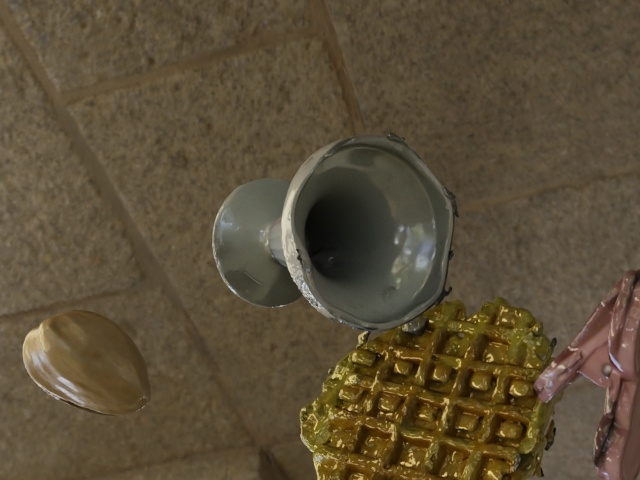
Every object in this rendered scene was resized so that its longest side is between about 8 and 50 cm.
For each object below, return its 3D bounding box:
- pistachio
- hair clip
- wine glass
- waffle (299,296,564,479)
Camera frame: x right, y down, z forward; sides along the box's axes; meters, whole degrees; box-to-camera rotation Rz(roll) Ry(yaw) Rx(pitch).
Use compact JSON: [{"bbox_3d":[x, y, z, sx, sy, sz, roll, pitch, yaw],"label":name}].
[{"bbox_3d":[-0.388,0.210,1.454,0.229,0.157,0.157,40,120,-16],"label":"pistachio"},{"bbox_3d":[0.239,0.099,0.649,0.123,0.102,0.138,-16,142,-51],"label":"hair clip"},{"bbox_3d":[0.000,0.000,0.760,0.165,0.165,0.196,33,158,-26],"label":"wine glass"},{"bbox_3d":[0.106,0.177,0.812,0.280,0.262,0.060,-28,137,5],"label":"waffle"}]
